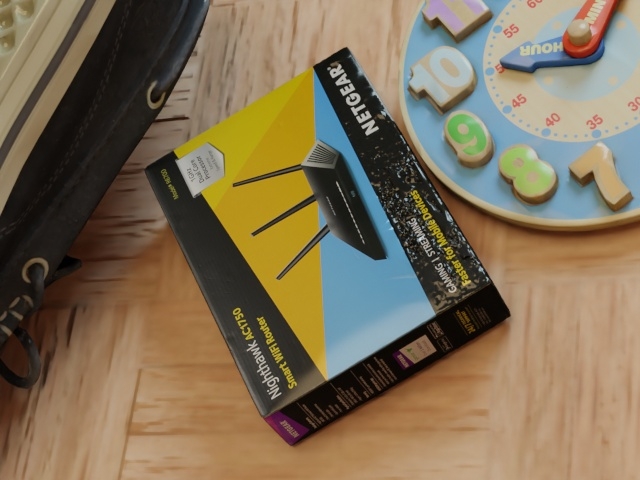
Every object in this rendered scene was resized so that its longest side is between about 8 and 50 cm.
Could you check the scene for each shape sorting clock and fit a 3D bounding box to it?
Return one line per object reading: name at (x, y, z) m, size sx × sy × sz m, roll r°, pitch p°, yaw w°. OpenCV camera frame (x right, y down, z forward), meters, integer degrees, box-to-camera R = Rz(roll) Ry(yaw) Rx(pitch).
shape sorting clock at (0.140, -0.100, 0.895) m, size 0.206 × 0.040 × 0.206 m, roll -11°, pitch 58°, yaw 18°

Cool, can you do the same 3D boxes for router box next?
router box at (0.000, 0.000, 0.892) m, size 0.133 × 0.046 × 0.179 m, roll -32°, pitch 54°, yaw 3°

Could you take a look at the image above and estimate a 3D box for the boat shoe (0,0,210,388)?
boat shoe at (-0.217, 0.001, 0.924) m, size 0.187 × 0.156 × 0.500 m, roll 31°, pitch 91°, yaw 31°
